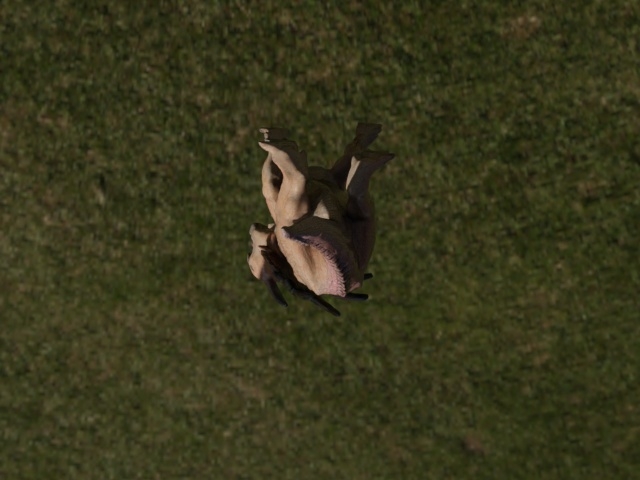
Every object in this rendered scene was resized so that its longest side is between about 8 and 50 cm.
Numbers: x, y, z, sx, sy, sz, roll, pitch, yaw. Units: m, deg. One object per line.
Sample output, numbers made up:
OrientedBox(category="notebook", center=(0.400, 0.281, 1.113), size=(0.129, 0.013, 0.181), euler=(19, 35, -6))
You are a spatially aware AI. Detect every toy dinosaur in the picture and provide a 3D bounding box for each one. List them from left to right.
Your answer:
OrientedBox(category="toy dinosaur", center=(0.000, 0.000, 1.020), size=(0.127, 0.296, 0.200), euler=(2, 105, -6))
